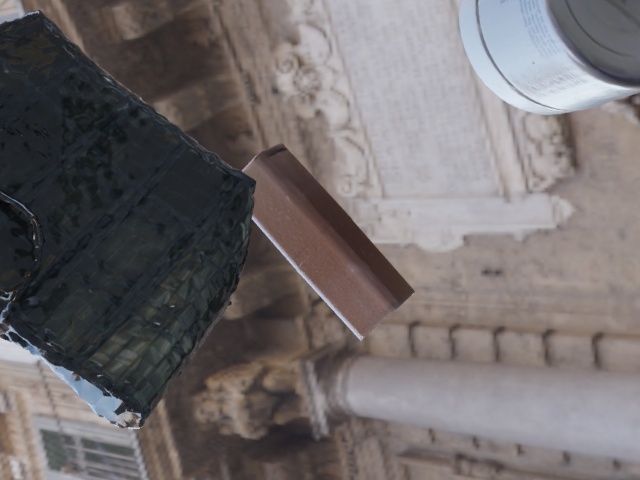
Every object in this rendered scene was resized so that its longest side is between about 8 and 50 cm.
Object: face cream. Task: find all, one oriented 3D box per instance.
[{"bbox_3d":[0.231,-0.206,1.027,0.177,0.153,0.177,2,-95,-20],"label":"face cream"}]

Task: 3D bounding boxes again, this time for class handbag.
[{"bbox_3d":[-0.160,-0.023,0.683,0.270,0.088,0.175,38,-135,8],"label":"handbag"}]

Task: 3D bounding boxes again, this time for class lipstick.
[{"bbox_3d":[0.000,0.000,0.841,0.145,0.045,0.045,49,-154,4],"label":"lipstick"}]
